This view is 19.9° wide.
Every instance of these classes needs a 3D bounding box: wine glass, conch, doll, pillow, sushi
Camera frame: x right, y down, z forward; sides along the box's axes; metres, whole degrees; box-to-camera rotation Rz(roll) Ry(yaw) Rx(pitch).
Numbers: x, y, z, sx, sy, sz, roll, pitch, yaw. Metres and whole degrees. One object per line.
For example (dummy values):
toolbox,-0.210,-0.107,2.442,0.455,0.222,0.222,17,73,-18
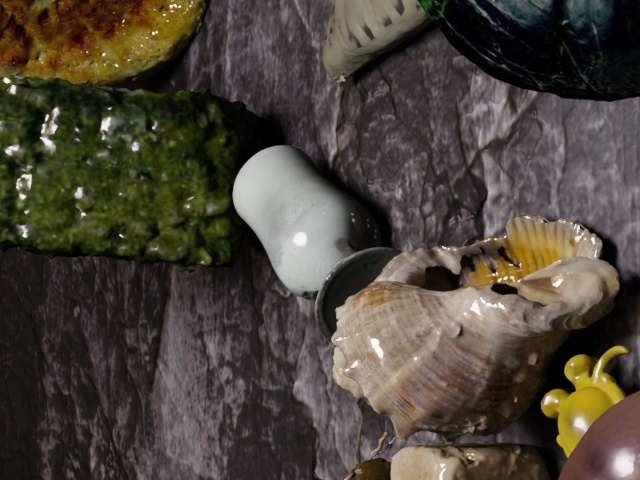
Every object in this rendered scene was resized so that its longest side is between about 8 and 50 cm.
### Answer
wine glass,0.000,0.000,1.638,0.231,0.103,0.103,50,130,55
conch,0.119,0.058,1.380,0.245,0.163,0.178,-24,50,28
doll,0.216,0.146,1.261,0.145,0.096,0.188,-43,32,38
pillow,0.060,-0.216,1.597,0.241,0.051,0.093,-31,62,59
sushi,-0.238,-0.071,1.821,0.294,0.352,0.178,-168,83,-76

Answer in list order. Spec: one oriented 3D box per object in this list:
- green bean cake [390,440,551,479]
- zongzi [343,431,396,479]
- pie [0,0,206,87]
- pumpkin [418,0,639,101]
green bean cake,0.117,0.245,1.401,0.085,0.109,0.179,-4,84,61
zongzi,0.083,0.279,1.524,0.084,0.184,0.187,-37,13,14
pie,-0.267,-0.277,1.940,0.354,0.288,0.103,-63,36,36
pumpkin,0.181,-0.245,1.162,0.238,0.315,0.315,-72,-8,-76
